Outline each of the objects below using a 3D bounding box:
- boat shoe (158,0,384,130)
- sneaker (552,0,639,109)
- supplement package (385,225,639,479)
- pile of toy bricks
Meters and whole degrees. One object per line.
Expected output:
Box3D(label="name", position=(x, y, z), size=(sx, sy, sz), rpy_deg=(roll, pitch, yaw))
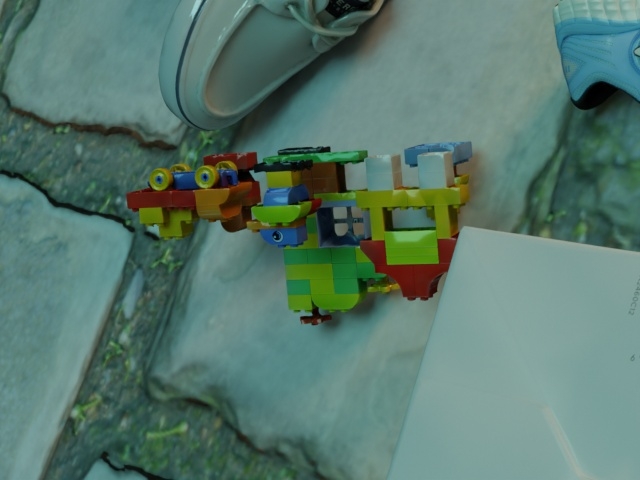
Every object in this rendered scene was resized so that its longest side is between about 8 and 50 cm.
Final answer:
Box3D(label="boat shoe", position=(0.002, -0.170, 1.000), size=(0.267, 0.096, 0.088), rpy_deg=(-47, 42, 5))
Box3D(label="sneaker", position=(0.199, -0.098, 0.824), size=(0.162, 0.063, 0.073), rpy_deg=(0, 90, 45))
Box3D(label="supplement package", position=(0.173, 0.122, 0.672), size=(0.262, 0.145, 0.204), rpy_deg=(10, 79, 43))
Box3D(label="pile of toy bricks", position=(0.000, 0.000, 0.930), size=(0.212, 0.118, 0.105), rpy_deg=(-1, 98, 25))
